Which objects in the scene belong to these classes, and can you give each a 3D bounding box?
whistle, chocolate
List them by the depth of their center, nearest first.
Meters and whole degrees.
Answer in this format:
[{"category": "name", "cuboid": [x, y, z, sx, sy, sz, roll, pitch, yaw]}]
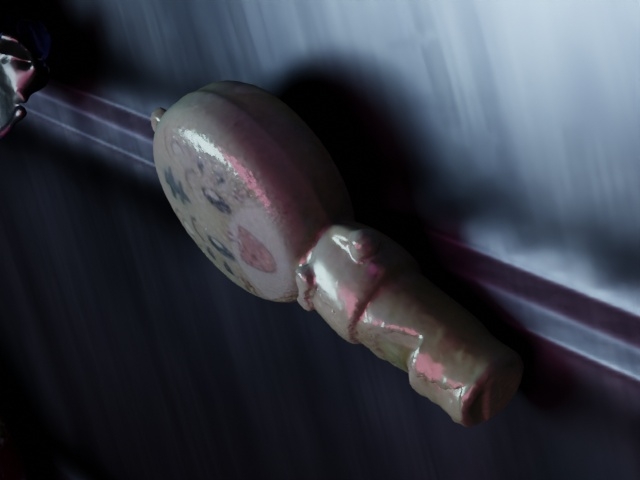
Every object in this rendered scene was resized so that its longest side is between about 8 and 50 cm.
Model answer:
[{"category": "whistle", "cuboid": [0.000, 0.000, 0.812, 0.258, 0.067, 0.126, 40, 154, 29]}, {"category": "chocolate", "cuboid": [-0.299, -0.149, 1.102, 0.343, 0.126, 0.148, 15, 112, 51]}]

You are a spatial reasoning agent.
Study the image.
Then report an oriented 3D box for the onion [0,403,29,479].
[{"category": "onion", "cuboid": [-0.403, 0.254, 1.312, 0.385, 0.347, 0.348, -121, 22, -60]}]
